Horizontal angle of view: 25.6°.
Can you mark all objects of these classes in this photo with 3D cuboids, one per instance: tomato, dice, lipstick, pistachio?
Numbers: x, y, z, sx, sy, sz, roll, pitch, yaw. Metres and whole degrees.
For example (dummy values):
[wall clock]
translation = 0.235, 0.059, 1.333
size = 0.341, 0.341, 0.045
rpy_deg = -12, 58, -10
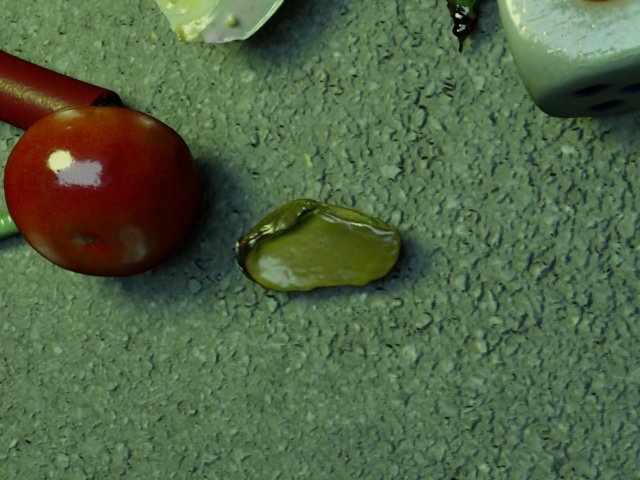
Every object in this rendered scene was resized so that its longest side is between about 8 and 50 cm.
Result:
[tomato]
translation = -0.216, -0.045, 1.393
size = 0.195, 0.195, 0.136
rpy_deg = -17, 43, 19
[dice]
translation = 0.260, -0.222, 1.222
size = 0.194, 0.192, 0.193
rpy_deg = -15, 80, 21
[lipstick]
translation = -0.324, -0.158, 1.505
size = 0.241, 0.080, 0.080
rpy_deg = 23, 93, 22
[pistachio]
translation = 0.000, 0.000, 1.376
size = 0.173, 0.049, 0.089
rpy_deg = -5, 105, 19

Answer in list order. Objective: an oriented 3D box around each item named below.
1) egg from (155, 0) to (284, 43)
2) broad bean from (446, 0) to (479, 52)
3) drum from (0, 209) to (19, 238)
[egg]
translation = -0.117, -0.349, 1.404
size = 0.206, 0.162, 0.271
rpy_deg = -35, 108, 6
[broad bean]
translation = 0.166, -0.348, 1.341
size = 0.077, 0.061, 0.338
rpy_deg = 10, 87, 39
[drum]
translation = -0.382, -0.020, 1.529
size = 0.253, 0.049, 0.130
rpy_deg = -35, 74, 12
